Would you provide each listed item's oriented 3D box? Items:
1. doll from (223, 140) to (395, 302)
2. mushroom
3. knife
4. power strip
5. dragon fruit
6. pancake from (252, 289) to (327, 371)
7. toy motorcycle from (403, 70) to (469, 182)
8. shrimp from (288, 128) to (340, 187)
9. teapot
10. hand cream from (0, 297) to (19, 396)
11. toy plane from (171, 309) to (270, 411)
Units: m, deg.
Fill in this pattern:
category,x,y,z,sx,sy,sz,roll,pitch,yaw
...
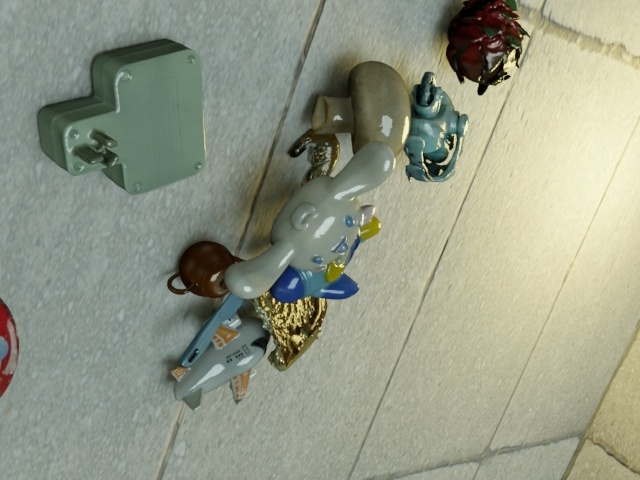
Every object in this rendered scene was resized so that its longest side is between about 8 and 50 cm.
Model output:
category,x,y,z,sx,sy,sz,roll,pitch,yaw
doll,0.004,0.008,1.716,0.376,0.187,0.366,-26,161,-1
mushroom,0.077,-0.246,1.726,0.204,0.204,0.204,-24,130,-31
knife,-0.186,0.140,1.752,0.044,0.019,0.313,56,49,-26
power strip,-0.303,-0.182,1.425,0.261,0.141,0.230,-23,129,-35
dragon fruit,0.350,-0.422,1.863,0.182,0.182,0.189,3,73,-44
pancake,-0.081,0.138,1.854,0.244,0.057,0.266,43,45,-33
toy motorcycle,0.230,-0.225,1.866,0.260,0.154,0.206,35,68,-69
shrimp,-0.024,-0.143,1.790,0.124,0.034,0.178,22,98,-45
teapot,-0.212,0.065,1.690,0.173,0.116,0.116,-23,129,-31
hand cream,-0.586,0.162,1.320,0.230,0.149,0.230,-6,97,-50
toy plane,-0.199,0.250,1.817,0.244,0.117,0.245,-22,128,-31
